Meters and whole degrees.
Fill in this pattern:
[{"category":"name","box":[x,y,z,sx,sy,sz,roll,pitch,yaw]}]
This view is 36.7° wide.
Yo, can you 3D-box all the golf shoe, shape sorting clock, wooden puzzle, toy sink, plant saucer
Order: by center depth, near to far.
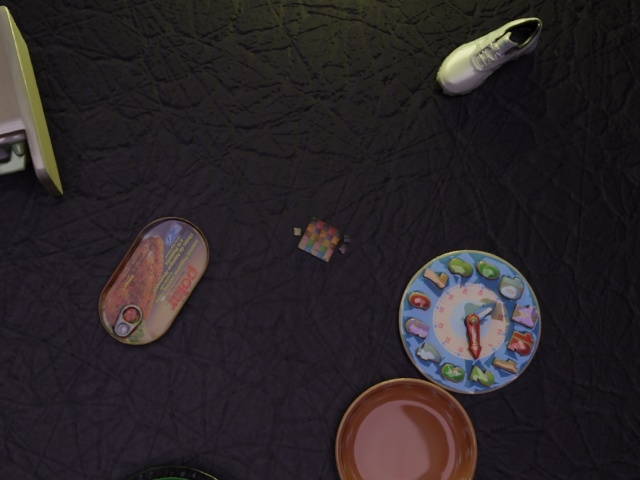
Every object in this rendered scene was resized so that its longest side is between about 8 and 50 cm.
[{"category":"toy sink","box":[-0.445,-0.167,1.295,0.131,0.153,0.234,-15,84,-9]},{"category":"plant saucer","box":[0.117,0.292,1.343,0.199,0.037,0.200,1,82,-7]},{"category":"shape sorting clock","box":[0.214,0.115,1.381,0.206,0.040,0.206,1,81,-7]},{"category":"wooden puzzle","box":[0.000,0.000,1.392,0.083,0.006,0.049,28,79,-2]},{"category":"golf shoe","box":[0.250,-0.280,1.426,0.176,0.086,0.069,-35,88,-9]}]

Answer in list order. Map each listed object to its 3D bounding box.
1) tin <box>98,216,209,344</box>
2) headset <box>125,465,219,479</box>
[{"category":"tin","box":[-0.229,0.058,1.342,0.106,0.040,0.190,32,79,3]},{"category":"headset","box":[-0.146,0.450,1.182,0.243,0.185,0.394,-45,67,-9]}]
